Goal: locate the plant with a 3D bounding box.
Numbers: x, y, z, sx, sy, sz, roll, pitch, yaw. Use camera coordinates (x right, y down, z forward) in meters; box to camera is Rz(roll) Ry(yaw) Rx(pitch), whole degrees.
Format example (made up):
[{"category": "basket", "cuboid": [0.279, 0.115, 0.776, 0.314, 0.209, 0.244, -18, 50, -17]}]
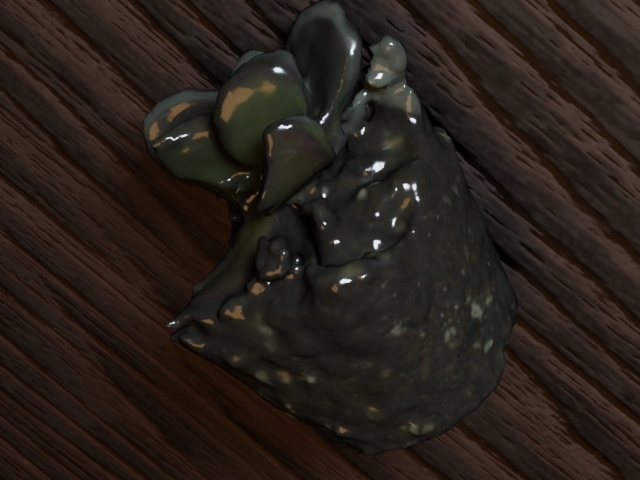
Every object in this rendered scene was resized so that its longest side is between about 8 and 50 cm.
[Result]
[{"category": "plant", "cuboid": [0.000, 0.000, 0.896, 0.199, 0.188, 0.276, -17, 119, 39]}]
